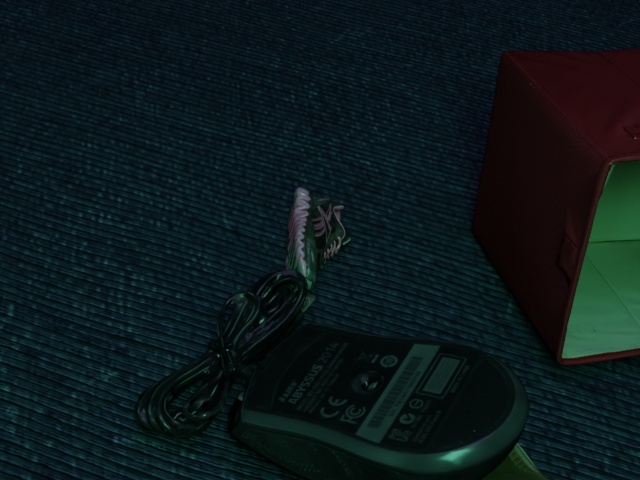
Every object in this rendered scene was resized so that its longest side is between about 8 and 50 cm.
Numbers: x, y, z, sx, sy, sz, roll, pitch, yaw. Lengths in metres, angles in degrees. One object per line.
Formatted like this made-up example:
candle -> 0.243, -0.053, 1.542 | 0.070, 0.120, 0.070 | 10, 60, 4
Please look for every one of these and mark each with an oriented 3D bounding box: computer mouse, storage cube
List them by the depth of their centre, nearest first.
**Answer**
computer mouse -> 0.022, 0.116, 0.722 | 0.272, 0.072, 0.188 | 11, 40, 35
storage cube -> 0.252, -0.037, 0.840 | 0.183, 0.215, 0.193 | -6, 36, -14

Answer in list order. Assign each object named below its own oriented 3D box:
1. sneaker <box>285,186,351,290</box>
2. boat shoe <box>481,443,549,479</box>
sneaker -> 0.000, 0.000, 0.887 | 0.057, 0.047, 0.119 | 14, 41, -10
boat shoe -> 0.127, 0.167, 0.715 | 0.056, 0.048, 0.153 | -42, 50, -11
